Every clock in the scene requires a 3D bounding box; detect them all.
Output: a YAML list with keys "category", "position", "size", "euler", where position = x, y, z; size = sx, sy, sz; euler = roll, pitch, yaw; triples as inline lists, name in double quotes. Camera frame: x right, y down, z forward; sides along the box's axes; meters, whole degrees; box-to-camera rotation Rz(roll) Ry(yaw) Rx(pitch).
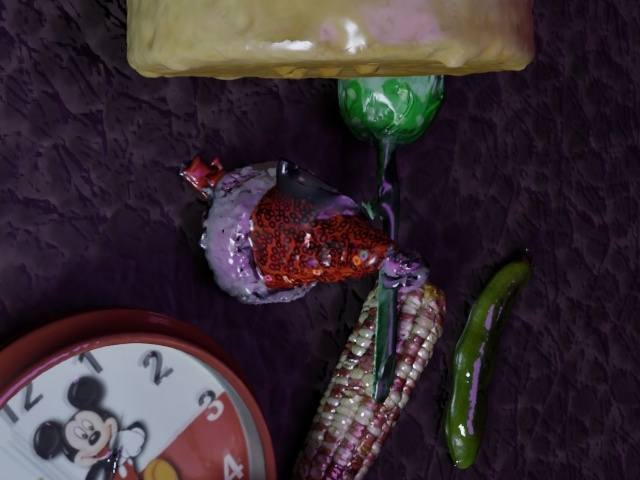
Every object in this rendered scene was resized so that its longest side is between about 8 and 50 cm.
- category: "clock"
  position: [-0.173, 0.206, 1.193]
  size: [0.318, 0.080, 0.319]
  euler: [-8, 104, -33]

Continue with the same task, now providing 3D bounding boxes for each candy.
- category: "candy"
  position: [0.056, -0.021, 1.333]
  size: [0.097, 0.097, 0.324]
  euler: [9, 79, -38]

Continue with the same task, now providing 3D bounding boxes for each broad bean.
- category: "broad bean"
  position: [0.160, 0.106, 1.473]
  size: [0.069, 0.039, 0.227]
  euler: [35, 71, -40]

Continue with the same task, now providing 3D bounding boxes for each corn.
- category: "corn"
  position: [0.039, 0.133, 1.361]
  size: [0.079, 0.079, 0.237]
  euler: [37, 75, -33]

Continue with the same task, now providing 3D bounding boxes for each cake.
- category: "cake"
  position: [0.006, -0.280, 1.157]
  size: [0.332, 0.332, 0.321]
  euler: [-4, 93, -38]

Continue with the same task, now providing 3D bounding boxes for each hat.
- category: "hat"
  position: [0.001, -0.004, 1.229]
  size: [0.129, 0.227, 0.140]
  euler: [-35, 119, -31]
